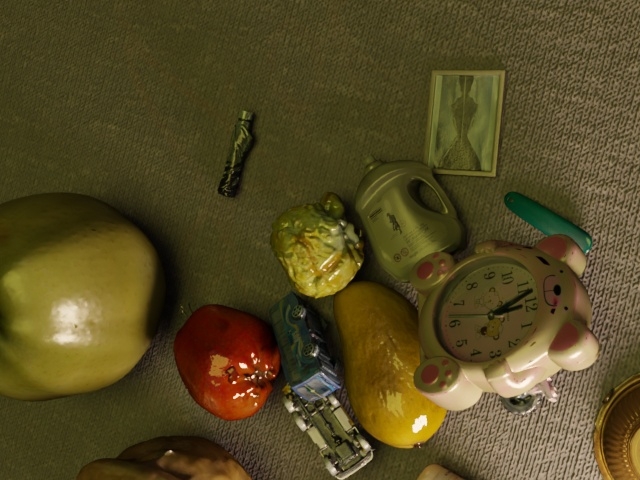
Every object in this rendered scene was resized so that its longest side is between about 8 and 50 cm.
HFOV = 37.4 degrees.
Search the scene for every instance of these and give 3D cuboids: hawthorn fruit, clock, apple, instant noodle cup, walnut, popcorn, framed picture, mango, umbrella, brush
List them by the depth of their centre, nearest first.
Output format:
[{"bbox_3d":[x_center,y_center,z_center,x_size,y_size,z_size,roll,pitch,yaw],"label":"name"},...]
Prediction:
[{"bbox_3d":[0.584,0.349,1.578,0.274,0.091,0.274,-1,88,26],"label":"instant noodle cup"},{"bbox_3d":[0.306,0.130,1.611,0.309,0.114,0.284,-19,52,29],"label":"clock"},{"bbox_3d":[0.414,-0.034,1.714,0.193,0.032,0.043,37,108,35],"label":"brush"},{"bbox_3d":[0.135,0.226,1.774,0.195,0.142,0.331,-16,76,19],"label":"mango"},{"bbox_3d":[0.273,-0.223,1.796,0.150,0.015,0.203,6,90,26],"label":"framed picture"},{"bbox_3d":[0.000,0.000,1.799,0.198,0.212,0.198,23,142,19],"label":"popcorn"},{"bbox_3d":[-0.312,0.563,1.869,0.383,0.383,0.383,-1,87,26],"label":"walnut"},{"bbox_3d":[-0.206,0.221,1.913,0.299,0.211,0.211,37,104,35],"label":"hawthorn fruit"},{"bbox_3d":[-0.565,0.116,1.971,0.473,0.473,0.473,-1,87,26],"label":"apple"},{"bbox_3d":[-0.173,-0.182,1.997,0.050,0.046,0.188,15,92,8],"label":"umbrella"}]

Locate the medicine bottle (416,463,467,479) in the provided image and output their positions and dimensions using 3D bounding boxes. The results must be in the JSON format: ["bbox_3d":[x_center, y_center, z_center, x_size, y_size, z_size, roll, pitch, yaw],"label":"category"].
[{"bbox_3d":[0.283,0.508,1.702,0.252,0.114,0.114,26,99,25],"label":"medicine bottle"}]

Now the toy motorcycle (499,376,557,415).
[{"bbox_3d":[0.383,0.170,1.672,0.204,0.108,0.239,-27,77,22],"label":"toy motorcycle"}]

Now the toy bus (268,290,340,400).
[{"bbox_3d":[-0.032,0.205,1.831,0.094,0.079,0.236,-41,38,17],"label":"toy bus"}]

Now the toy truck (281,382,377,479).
[{"bbox_3d":[0.014,0.351,1.843,0.098,0.114,0.227,-35,73,-2],"label":"toy truck"}]

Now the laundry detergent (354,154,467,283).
[{"bbox_3d":[0.156,-0.056,1.802,0.181,0.091,0.253,-36,73,21],"label":"laundry detergent"}]
